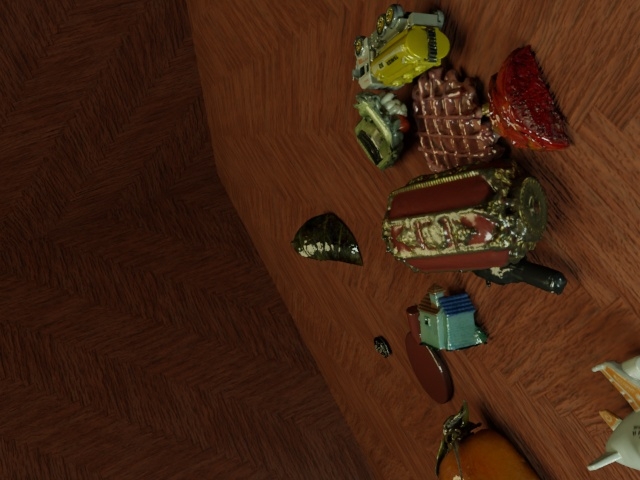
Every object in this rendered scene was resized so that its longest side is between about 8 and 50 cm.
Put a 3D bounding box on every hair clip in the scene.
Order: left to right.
[{"bbox_3d":[0.136,-0.236,1.108,0.138,0.091,0.321,52,-178,2],"label":"hair clip"}]

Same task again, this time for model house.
[{"bbox_3d":[0.283,0.160,1.186,0.148,0.119,0.148,-169,68,-72],"label":"model house"}]

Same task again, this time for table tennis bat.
[{"bbox_3d":[0.290,0.325,1.481,0.200,0.038,0.310,33,143,63],"label":"table tennis bat"}]

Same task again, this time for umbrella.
[{"bbox_3d":[0.298,0.031,0.955,0.340,0.118,0.118,31,140,64],"label":"umbrella"}]

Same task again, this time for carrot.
[{"bbox_3d":[0.376,0.546,1.203,0.331,0.214,0.193,57,135,43],"label":"carrot"}]

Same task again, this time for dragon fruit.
[{"bbox_3d":[0.281,-0.186,0.776,0.162,0.083,0.106,65,166,2],"label":"dragon fruit"}]

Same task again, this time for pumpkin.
[{"bbox_3d":[0.001,-0.001,1.751,0.278,0.163,0.111,50,157,43],"label":"pumpkin"}]

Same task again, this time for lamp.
[{"bbox_3d":[0.231,-0.035,0.878,0.274,0.177,0.177,-11,102,49],"label":"lamp"}]

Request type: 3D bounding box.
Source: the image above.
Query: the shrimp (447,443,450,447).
[{"bbox_3d":[0.432,0.708,1.492,0.222,0.054,0.290,124,130,-71],"label":"shrimp"}]

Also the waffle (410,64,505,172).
[{"bbox_3d":[0.233,-0.197,0.950,0.234,0.055,0.221,62,162,22],"label":"waffle"}]

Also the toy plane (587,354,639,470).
[{"bbox_3d":[0.466,0.273,0.718,0.244,0.117,0.245,69,165,0],"label":"toy plane"}]

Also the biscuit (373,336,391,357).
[{"bbox_3d":[0.211,0.368,1.806,0.087,0.027,0.089,56,160,37],"label":"biscuit"}]

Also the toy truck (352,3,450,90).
[{"bbox_3d":[0.137,-0.334,0.942,0.227,0.098,0.114,-178,86,-72],"label":"toy truck"}]
